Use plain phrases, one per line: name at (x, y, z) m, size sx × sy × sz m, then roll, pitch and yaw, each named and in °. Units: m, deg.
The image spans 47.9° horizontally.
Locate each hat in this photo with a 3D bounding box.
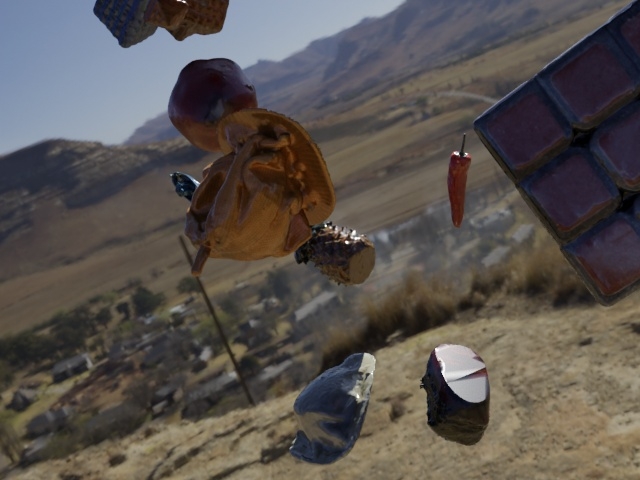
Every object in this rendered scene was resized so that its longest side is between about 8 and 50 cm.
hat at (-0.122, -0.036, 1.089) m, size 0.233 × 0.233 × 0.244 m, roll -56°, pitch 12°, yaw -30°

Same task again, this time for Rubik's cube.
Rubik's cube at (0.426, -0.126, 1.006) m, size 0.304 × 0.305 × 0.301 m, roll -34°, pitch -6°, yaw 16°

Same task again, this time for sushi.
sushi at (0.305, 0.340, 1.603) m, size 0.136 × 0.126 × 0.225 m, roll 5°, pitch 29°, yaw -6°

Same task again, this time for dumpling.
dumpling at (0.038, 0.379, 1.625) m, size 0.175 × 0.243 × 0.227 m, roll 6°, pitch -4°, yaw -24°

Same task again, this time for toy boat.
toy boat at (-0.356, -0.139, 1.917) m, size 0.061 × 0.060 × 0.137 m, roll -8°, pitch 43°, yaw -43°

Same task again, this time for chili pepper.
chili pepper at (0.391, -0.169, 2.041) m, size 0.063 × 0.272 × 0.071 m, roll 8°, pitch 21°, yaw 18°

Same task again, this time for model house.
model house at (-0.332, -0.522, 1.561) m, size 0.295 × 0.329 × 0.252 m, roll 8°, pitch -40°, yaw -37°

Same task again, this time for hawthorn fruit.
hawthorn fruit at (-0.200, -0.255, 1.403) m, size 0.185 × 0.185 × 0.202 m, roll -25°, pitch 42°, yaw -5°

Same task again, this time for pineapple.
pineapple at (0.000, 0.000, 1.879) m, size 0.310 × 0.141 × 0.170 m, roll 26°, pitch 79°, yaw 35°
